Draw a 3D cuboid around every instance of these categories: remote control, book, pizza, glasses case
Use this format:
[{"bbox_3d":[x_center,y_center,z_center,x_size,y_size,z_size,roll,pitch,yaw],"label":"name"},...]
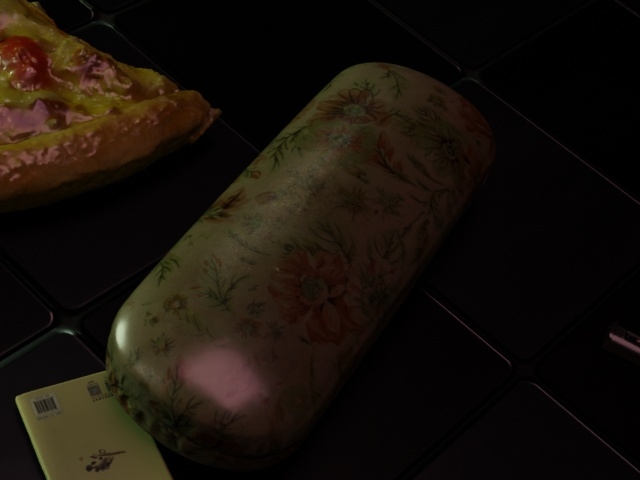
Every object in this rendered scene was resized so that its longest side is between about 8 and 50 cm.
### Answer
[{"bbox_3d":[0.273,0.094,1.010,0.091,0.016,0.034,26,42,6],"label":"remote control"},{"bbox_3d":[-0.150,0.140,0.838,0.077,0.014,0.111,-14,54,-25],"label":"book"},{"bbox_3d":[-0.266,-0.140,1.016,0.280,0.075,0.287,-28,62,-36],"label":"pizza"},{"bbox_3d":[0.000,0.000,0.954,0.156,0.098,0.425,31,47,8],"label":"glasses case"}]
